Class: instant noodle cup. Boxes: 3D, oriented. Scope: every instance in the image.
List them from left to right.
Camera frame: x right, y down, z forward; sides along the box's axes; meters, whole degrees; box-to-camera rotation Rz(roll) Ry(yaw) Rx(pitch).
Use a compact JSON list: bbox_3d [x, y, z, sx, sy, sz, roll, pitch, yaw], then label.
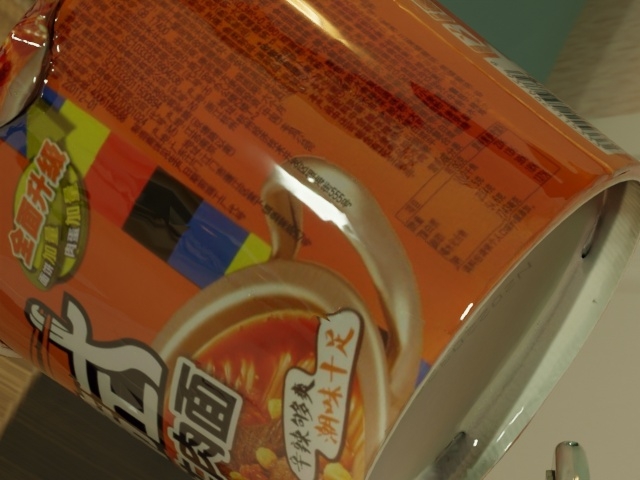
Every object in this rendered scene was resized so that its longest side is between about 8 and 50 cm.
[{"bbox_3d":[0.000,0.000,0.532,0.250,0.192,0.250,-42,154,-26],"label":"instant noodle cup"}]

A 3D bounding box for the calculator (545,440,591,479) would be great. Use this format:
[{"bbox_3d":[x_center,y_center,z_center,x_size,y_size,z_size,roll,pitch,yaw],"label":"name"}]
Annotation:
[{"bbox_3d":[0.191,0.306,1.009,0.041,0.185,0.299,1,89,8],"label":"calculator"}]
